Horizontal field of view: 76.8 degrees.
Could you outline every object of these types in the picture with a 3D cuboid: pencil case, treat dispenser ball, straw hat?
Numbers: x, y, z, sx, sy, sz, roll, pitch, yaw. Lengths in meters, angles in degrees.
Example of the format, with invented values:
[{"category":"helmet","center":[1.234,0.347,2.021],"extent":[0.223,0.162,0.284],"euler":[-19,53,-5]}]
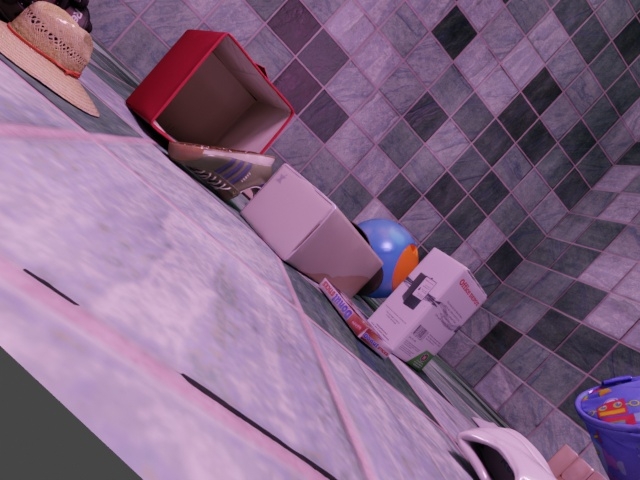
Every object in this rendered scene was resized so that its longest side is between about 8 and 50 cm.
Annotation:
[{"category":"pencil case","center":[0.401,0.309,0.467],"extent":[0.133,0.119,0.306],"euler":[-34,104,-75]},{"category":"treat dispenser ball","center":[0.207,0.065,1.462],"extent":[0.288,0.288,0.288],"euler":[43,1,-1]},{"category":"straw hat","center":[-0.264,-0.196,0.400],"extent":[0.144,0.061,0.144],"euler":[42,1,-1]}]

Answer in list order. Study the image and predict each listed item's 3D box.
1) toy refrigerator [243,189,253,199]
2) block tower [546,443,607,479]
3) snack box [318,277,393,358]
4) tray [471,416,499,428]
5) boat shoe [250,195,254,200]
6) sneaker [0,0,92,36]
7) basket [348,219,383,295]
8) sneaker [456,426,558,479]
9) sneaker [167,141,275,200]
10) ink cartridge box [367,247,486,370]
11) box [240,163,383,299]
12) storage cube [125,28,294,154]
[{"category":"toy refrigerator","center":[-0.204,-0.183,1.256],"extent":[0.269,0.094,0.102],"euler":[43,0,-25]},{"category":"block tower","center":[0.317,0.328,0.306],"extent":[0.091,0.097,0.335],"euler":[42,2,-31]},{"category":"snack box","center":[0.050,0.118,0.645],"extent":[0.064,0.022,0.178],"euler":[44,0,-26]},{"category":"tray","center":[0.411,0.448,0.773],"extent":[0.145,0.030,0.270],"euler":[44,1,-15]},{"category":"boat shoe","center":[-0.085,-0.036,0.986],"extent":[0.233,0.084,0.079],"euler":[50,35,-31]},{"category":"sneaker","center":[-0.322,-0.283,0.426],"extent":[0.135,0.098,0.276],"euler":[42,-4,-17]},{"category":"basket","center":[0.094,0.065,1.172],"extent":[0.204,0.154,0.227],"euler":[45,-2,36]},{"category":"sneaker","center":[0.201,0.243,0.340],"extent":[0.094,0.080,0.212],"euler":[29,2,-32]},{"category":"sneaker","center":[-0.156,-0.107,0.661],"extent":[0.064,0.086,0.192],"euler":[22,17,40]},{"category":"ink cartridge box","center":[0.213,0.139,0.803],"extent":[0.153,0.208,0.087],"euler":[42,1,-43]},{"category":"box","center":[0.000,0.000,0.786],"extent":[0.148,0.121,0.311],"euler":[44,1,32]},{"category":"storage cube","center":[-0.202,-0.244,0.740],"extent":[0.193,0.215,0.183],"euler":[35,-4,46]}]
